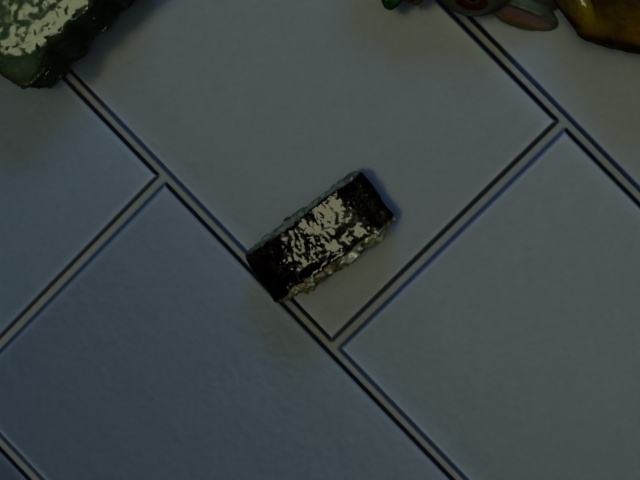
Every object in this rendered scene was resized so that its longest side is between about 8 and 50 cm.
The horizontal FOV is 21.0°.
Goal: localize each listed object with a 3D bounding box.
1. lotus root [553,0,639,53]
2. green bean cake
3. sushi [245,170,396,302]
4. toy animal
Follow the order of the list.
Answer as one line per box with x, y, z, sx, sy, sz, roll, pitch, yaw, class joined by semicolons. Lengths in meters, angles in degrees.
0.282;-0.319;1.628;0.193;0.193;0.291;-2;99;9;lotus root
-0.288;-0.289;1.746;0.222;0.125;0.227;43;98;6;green bean cake
0.000;0.000;1.741;0.150;0.090;0.078;-35;93;8;sushi
0.128;-0.278;1.687;0.236;0.108;0.138;18;97;6;toy animal
